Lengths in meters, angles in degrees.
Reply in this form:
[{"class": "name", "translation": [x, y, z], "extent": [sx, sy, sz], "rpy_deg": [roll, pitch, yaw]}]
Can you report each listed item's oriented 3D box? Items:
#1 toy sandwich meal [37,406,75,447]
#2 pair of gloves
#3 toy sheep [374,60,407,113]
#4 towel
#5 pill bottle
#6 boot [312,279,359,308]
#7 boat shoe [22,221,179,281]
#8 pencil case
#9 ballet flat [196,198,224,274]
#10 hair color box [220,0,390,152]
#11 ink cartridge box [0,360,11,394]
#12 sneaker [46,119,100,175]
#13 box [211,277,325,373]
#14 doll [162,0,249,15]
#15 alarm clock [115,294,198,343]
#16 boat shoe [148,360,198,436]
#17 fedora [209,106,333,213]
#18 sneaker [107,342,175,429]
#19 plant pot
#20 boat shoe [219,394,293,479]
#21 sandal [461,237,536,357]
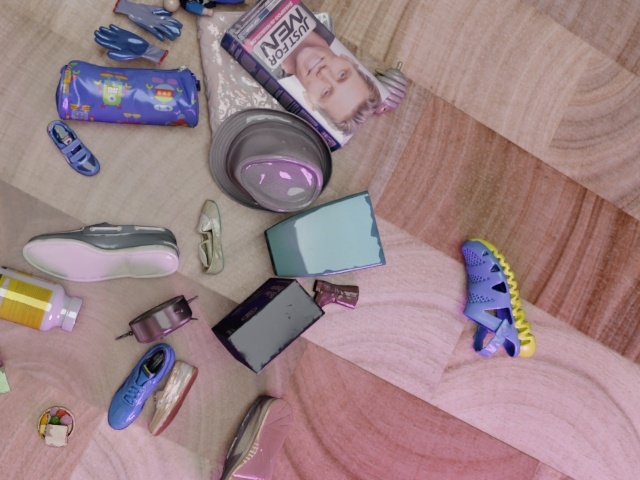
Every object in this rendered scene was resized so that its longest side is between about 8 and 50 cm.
[{"class": "toy sandwich meal", "translation": [-0.556, 0.392, 1.692], "extent": [0.085, 0.029, 0.086], "rpy_deg": [1, 88, -15]}, {"class": "pair of gloves", "translation": [-0.391, -0.446, 1.732], "extent": [0.159, 0.023, 0.198], "rpy_deg": [20, 53, -6]}, {"class": "toy sheep", "translation": [0.158, -0.357, 1.882], "extent": [0.091, 0.091, 0.132], "rpy_deg": [21, 101, -13]}, {"class": "towel", "translation": [-0.105, -0.355, 1.829], "extent": [0.316, 0.053, 0.332], "rpy_deg": [-7, 89, -15]}, {"class": "pill bottle", "translation": [-0.589, 0.126, 1.656], "extent": [0.184, 0.103, 0.103], "rpy_deg": [20, 83, -13]}, {"class": "boot", "translation": [0.035, 0.148, 1.857], "extent": [0.114, 0.037, 0.107], "rpy_deg": [13, 87, -19]}, {"class": "boat shoe", "translation": [-0.461, 0.016, 1.715], "extent": [0.319, 0.116, 0.099], "rpy_deg": [2, 44, -8]}, {"class": "pencil case", "translation": [-0.403, -0.312, 1.712], "extent": [0.305, 0.119, 0.133], "rpy_deg": [1, 105, -15]}, {"class": "ballet flat", "translation": [-0.245, -0.008, 1.771], "extent": [0.052, 0.057, 0.168], "rpy_deg": [-8, 90, -44]}, {"class": "hair color box", "translation": [-0.033, -0.378, 1.769], "extent": [0.347, 0.105, 0.174], "rpy_deg": [43, 78, -10]}, {"class": "ink cartridge box", "translation": [-0.719, 0.231, 1.639], "extent": [0.108, 0.062, 0.209], "rpy_deg": [-18, 93, -15]}, {"class": "sneaker", "translation": [-0.526, -0.196, 1.707], "extent": [0.053, 0.059, 0.144], "rpy_deg": [-45, 100, -14]}, {"class": "box", "translation": [-0.118, 0.172, 1.697], "extent": [0.184, 0.261, 0.103], "rpy_deg": [-43, 99, -13]}, {"class": "doll", "translation": [-0.255, -0.538, 1.786], "extent": [0.188, 0.046, 0.129], "rpy_deg": [-12, 57, -15]}, {"class": "alarm clock", "translation": [-0.353, 0.177, 1.712], "extent": [0.192, 0.129, 0.064], "rpy_deg": [-22, 97, 14]}, {"class": "boat shoe", "translation": [-0.329, 0.339, 1.745], "extent": [0.059, 0.063, 0.170], "rpy_deg": [29, 81, 11]}, {"class": "fedora", "translation": [-0.101, -0.150, 1.739], "extent": [0.275, 0.124, 0.244], "rpy_deg": [23, 113, -20]}, {"class": "sneaker", "translation": [-0.387, 0.306, 1.707], "extent": [0.069, 0.082, 0.209], "rpy_deg": [34, 80, 5]}, {"class": "plant pot", "translation": [0.000, 0.000, 1.793], "extent": [0.234, 0.165, 0.166], "rpy_deg": [-14, 92, -7]}, {"class": "boat shoe", "translation": [-0.156, 0.473, 1.764], "extent": [0.102, 0.092, 0.285], "rpy_deg": [31, 78, -31]}, {"class": "sandal", "translation": [0.398, 0.149, 1.910], "extent": [0.138, 0.126, 0.318], "rpy_deg": [-21, 92, -10]}]
